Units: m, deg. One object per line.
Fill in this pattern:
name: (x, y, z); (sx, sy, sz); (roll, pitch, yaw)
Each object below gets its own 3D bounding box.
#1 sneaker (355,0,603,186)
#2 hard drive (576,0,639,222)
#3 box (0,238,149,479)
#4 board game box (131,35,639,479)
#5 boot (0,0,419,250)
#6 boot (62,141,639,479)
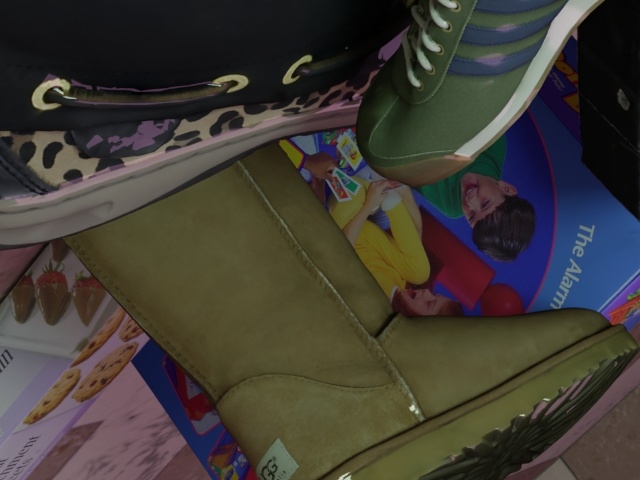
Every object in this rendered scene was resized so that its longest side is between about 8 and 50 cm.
sneaker: (0.059, -0.101, 0.606); (0.086, 0.064, 0.192); (20, 128, -39)
hard drive: (0.216, -0.185, 0.682); (0.237, 0.064, 0.339); (-22, 133, -13)
box: (-0.151, 0.056, 0.974); (0.324, 0.063, 0.067); (-47, 158, 27)
board game box: (0.037, 0.021, 0.964); (0.078, 0.233, 0.347); (-13, 150, -50)
boot: (-0.008, -0.160, 0.631); (0.377, 0.138, 0.284); (-25, 158, -17)
boot: (0.000, 0.000, 0.793); (0.236, 0.269, 0.089); (-18, 152, -44)
